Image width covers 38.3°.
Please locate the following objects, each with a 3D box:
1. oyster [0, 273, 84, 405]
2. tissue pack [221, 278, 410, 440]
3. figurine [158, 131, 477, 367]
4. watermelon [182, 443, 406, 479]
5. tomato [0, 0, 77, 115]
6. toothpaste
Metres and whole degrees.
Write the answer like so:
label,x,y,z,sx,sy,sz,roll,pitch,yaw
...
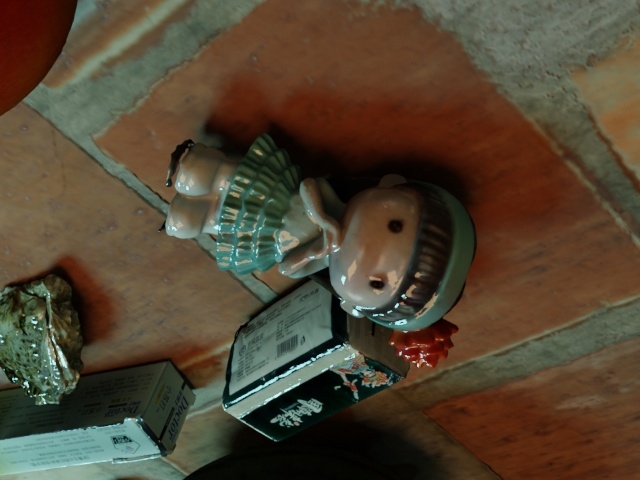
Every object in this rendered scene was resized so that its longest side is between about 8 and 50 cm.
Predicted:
label,x,y,z,sx,sy,sz,roll,pitch,yaw
oyster,-0.286,0.102,0.927,0.177,0.064,0.125,-22,113,43
tissue pack,-0.006,0.099,0.826,0.090,0.103,0.170,32,134,-30
figurine,0.000,0.000,0.715,0.245,0.110,0.138,18,112,2
watermelon,-0.016,0.356,0.971,0.359,0.279,0.279,-4,134,14
tomato,-0.283,-0.160,0.569,0.259,0.180,0.260,8,136,8
toothpaste,-0.290,0.199,1.004,0.312,0.089,0.071,-13,124,25
